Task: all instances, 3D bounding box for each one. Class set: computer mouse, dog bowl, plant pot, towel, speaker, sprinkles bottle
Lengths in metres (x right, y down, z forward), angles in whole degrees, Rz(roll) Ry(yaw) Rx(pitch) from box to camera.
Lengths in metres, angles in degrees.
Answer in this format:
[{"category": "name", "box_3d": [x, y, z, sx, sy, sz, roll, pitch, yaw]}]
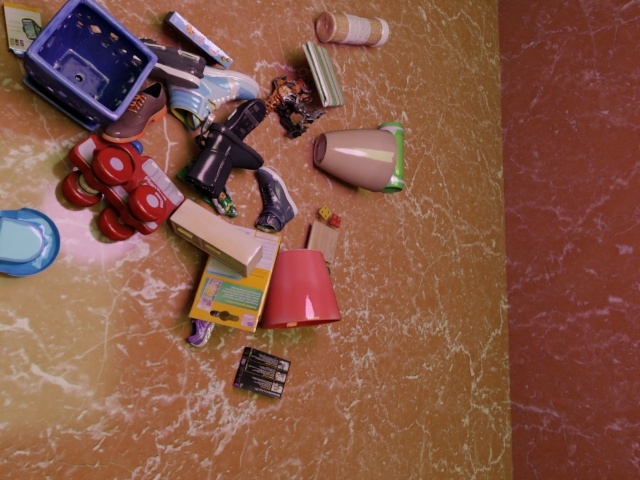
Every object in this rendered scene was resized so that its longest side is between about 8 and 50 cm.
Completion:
[{"category": "computer mouse", "box_3d": [-0.299, -0.379, 1.489, 0.262, 0.060, 0.184, -52, 151, 2]}, {"category": "dog bowl", "box_3d": [-0.782, -0.008, 1.082, 0.297, 0.074, 0.166, 15, 75, -40]}, {"category": "plant pot", "box_3d": [-0.607, -0.441, 1.199, 0.236, 0.212, 0.236, 38, 61, -31]}, {"category": "towel", "box_3d": [0.019, -0.642, 1.800, 0.325, 0.038, 0.248, -55, 125, -68]}, {"category": "plant pot", "box_3d": [-0.075, 0.169, 1.584, 0.275, 0.275, 0.243, 7, 70, -41]}, {"category": "speaker", "box_3d": [0.314, -0.371, 2.069, 0.131, 0.131, 0.297, 9, 79, -41]}, {"category": "sprinkles bottle", "box_3d": [0.143, -0.906, 1.986, 0.355, 0.121, 0.121, -18, 96, -42]}, {"category": "plant pot", "box_3d": [0.122, -0.338, 1.837, 0.274, 0.256, 0.257, 6, 80, -25]}]

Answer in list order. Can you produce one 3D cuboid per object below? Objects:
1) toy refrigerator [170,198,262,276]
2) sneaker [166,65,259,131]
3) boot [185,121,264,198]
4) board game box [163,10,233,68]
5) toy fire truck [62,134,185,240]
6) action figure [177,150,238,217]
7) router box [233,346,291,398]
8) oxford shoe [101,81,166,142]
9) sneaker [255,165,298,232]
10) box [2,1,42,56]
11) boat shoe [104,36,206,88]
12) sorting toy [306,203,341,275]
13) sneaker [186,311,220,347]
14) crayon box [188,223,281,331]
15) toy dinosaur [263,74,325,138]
[{"category": "toy refrigerator", "box_3d": [-0.311, -0.003, 1.384, 0.269, 0.102, 0.094, 31, 65, 6]}, {"category": "sneaker", "box_3d": [-0.345, -0.445, 1.495, 0.319, 0.127, 0.208, 2, 81, -32]}, {"category": "boot", "box_3d": [-0.300, -0.221, 1.452, 0.246, 0.094, 0.207, 37, 73, -56]}, {"category": "board game box", "box_3d": [-0.387, -0.636, 1.461, 0.211, 0.160, 0.039, 35, 97, -34]}, {"category": "toy fire truck", "box_3d": [-0.534, -0.164, 1.287, 0.302, 0.169, 0.254, 52, 28, -22]}, {"category": "action figure", "box_3d": [-0.344, -0.165, 1.504, 0.232, 0.063, 0.137, 55, 50, -27]}, {"category": "router box", "box_3d": [-0.195, 0.450, 1.564, 0.179, 0.046, 0.133, 31, 66, -35]}, {"category": "oxford shoe", "box_3d": [-0.521, -0.363, 1.289, 0.096, 0.098, 0.271, 19, 41, -2]}, {"category": "sneaker", "box_3d": [-0.184, -0.134, 1.621, 0.163, 0.086, 0.226, -50, 118, -37]}, {"category": "box", "box_3d": [-0.767, -0.537, 1.194, 0.081, 0.028, 0.136, -7, 92, -42]}, {"category": "boat shoe", "box_3d": [-0.485, -0.532, 1.334, 0.302, 0.114, 0.091, 17, 85, -14]}, {"category": "sorting toy", "box_3d": [0.000, 0.000, 1.794, 0.132, 0.046, 0.275, 26, 69, -37]}, {"category": "sneaker", "box_3d": [-0.360, 0.244, 1.433, 0.071, 0.068, 0.170, 31, 62, -23]}, {"category": "crayon box", "box_3d": [-0.259, 0.118, 1.437, 0.203, 0.083, 0.323, 14, 63, -2]}, {"category": "toy dinosaur", "box_3d": [-0.119, -0.502, 1.718, 0.322, 0.164, 0.218, -40, 97, -18]}]
